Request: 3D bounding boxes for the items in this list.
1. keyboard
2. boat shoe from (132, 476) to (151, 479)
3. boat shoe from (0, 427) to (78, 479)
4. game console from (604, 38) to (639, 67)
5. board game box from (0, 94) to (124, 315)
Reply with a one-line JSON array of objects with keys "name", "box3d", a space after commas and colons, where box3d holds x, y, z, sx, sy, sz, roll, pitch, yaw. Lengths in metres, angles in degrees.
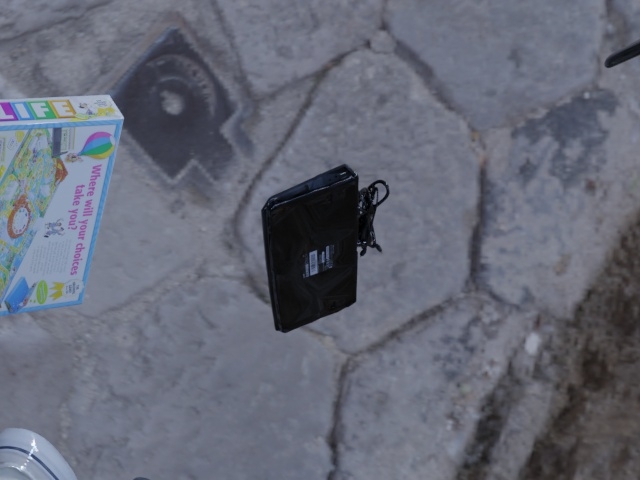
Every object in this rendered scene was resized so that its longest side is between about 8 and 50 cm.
[{"name": "keyboard", "box3d": [0.000, 0.000, 0.880, 0.100, 0.192, 0.038, -20, 60, -12]}, {"name": "boat shoe", "box3d": [-0.167, 0.301, 0.897, 0.079, 0.095, 0.254, 26, 108, -5]}, {"name": "boat shoe", "box3d": [-0.249, 0.271, 0.995, 0.076, 0.083, 0.226, -70, 157, -56]}, {"name": "game console", "box3d": [0.183, -0.071, 0.392, 0.122, 0.107, 0.071, -25, 149, -20]}, {"name": "board game box", "box3d": [-0.187, -0.017, 0.700, 0.103, 0.026, 0.154, -7, 134, -33]}]
